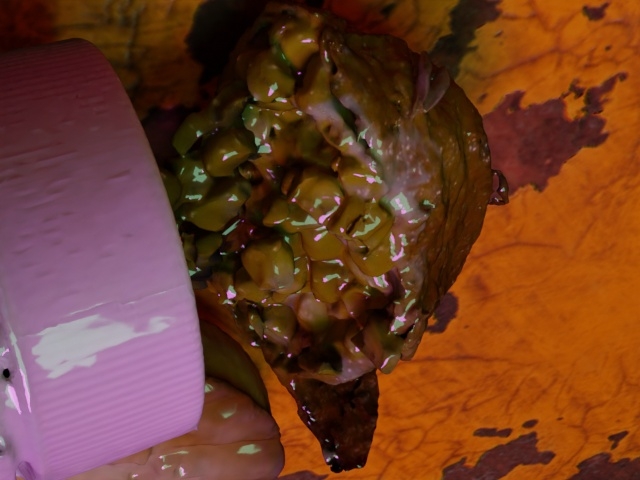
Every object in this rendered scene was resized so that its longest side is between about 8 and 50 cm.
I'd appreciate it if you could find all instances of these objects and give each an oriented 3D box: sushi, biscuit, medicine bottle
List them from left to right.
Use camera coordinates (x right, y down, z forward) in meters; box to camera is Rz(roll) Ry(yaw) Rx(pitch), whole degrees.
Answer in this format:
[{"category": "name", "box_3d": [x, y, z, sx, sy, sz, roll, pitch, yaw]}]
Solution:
[{"category": "medicine bottle", "box_3d": [-0.240, 0.040, 0.667, 0.325, 0.256, 0.256, -18, 142, -19]}, {"category": "biscuit", "box_3d": [-0.174, 0.144, 0.949, 0.296, 0.102, 0.296, -12, 143, -10]}, {"category": "sushi", "box_3d": [-0.001, -0.003, 0.819, 0.179, 0.167, 0.296, -50, 165, -37]}]
